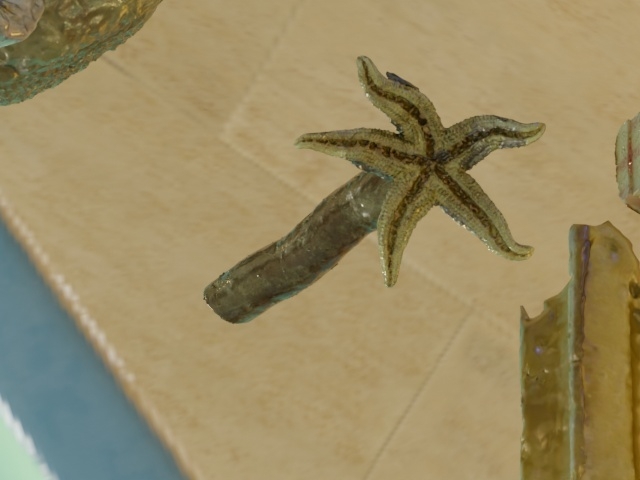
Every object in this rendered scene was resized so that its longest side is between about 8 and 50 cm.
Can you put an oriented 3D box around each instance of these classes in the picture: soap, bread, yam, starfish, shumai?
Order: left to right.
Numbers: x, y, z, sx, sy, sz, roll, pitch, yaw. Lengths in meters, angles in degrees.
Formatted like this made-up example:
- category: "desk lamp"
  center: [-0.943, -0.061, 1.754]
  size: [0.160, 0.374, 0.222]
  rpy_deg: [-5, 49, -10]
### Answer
- category: "shumai"
  center: [-0.298, -0.274, 1.923]
  size: [0.261, 0.225, 0.222]
  rpy_deg: [-21, 97, 50]
- category: "yam"
  center: [0.000, 0.000, 1.674]
  size: [0.253, 0.061, 0.061]
  rpy_deg: [-36, 82, 28]
- category: "starfish"
  center: [0.080, -0.044, 1.495]
  size: [0.208, 0.053, 0.176]
  rpy_deg: [26, 100, 12]
- category: "bread"
  center: [0.267, -0.047, 1.492]
  size: [0.109, 0.062, 0.043]
  rpy_deg: [52, 141, 8]
- category: "soap"
  center: [0.338, 0.179, 1.662]
  size: [0.304, 0.169, 0.338]
  rpy_deg: [16, 55, -17]

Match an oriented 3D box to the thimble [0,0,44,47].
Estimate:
- category: "thimble"
  center: [-0.271, -0.190, 1.257]
  size: [0.118, 0.127, 0.151]
  rpy_deg: [-15, 115, 23]
